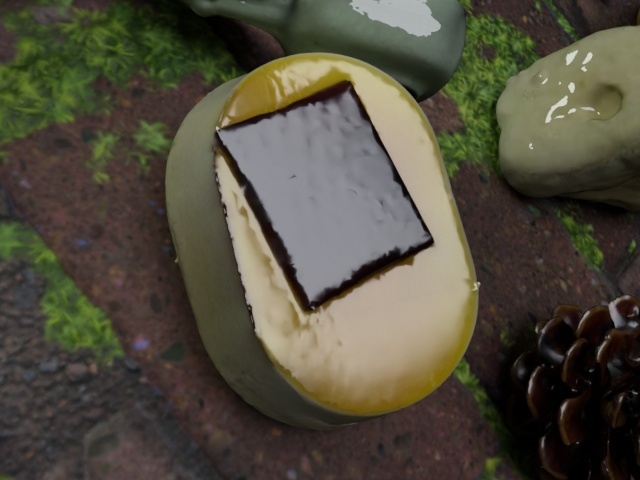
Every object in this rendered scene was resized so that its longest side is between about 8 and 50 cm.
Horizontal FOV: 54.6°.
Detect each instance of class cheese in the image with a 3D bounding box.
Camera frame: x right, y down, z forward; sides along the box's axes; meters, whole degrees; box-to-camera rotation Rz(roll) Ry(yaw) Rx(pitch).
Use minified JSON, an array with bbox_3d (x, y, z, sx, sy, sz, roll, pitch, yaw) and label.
[{"bbox_3d":[0.368,-0.134,0.686,0.252,0.248,0.173,15,66,-29],"label":"cheese"}]

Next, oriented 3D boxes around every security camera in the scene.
[{"bbox_3d":[-0.028,-0.193,0.536,0.302,0.157,0.080,16,87,-6],"label":"security camera"}]

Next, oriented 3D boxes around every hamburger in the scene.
[{"bbox_3d":[0.000,0.000,0.496,0.227,0.151,0.295,-10,86,-23],"label":"hamburger"}]

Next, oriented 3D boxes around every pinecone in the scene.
[{"bbox_3d":[0.283,0.148,0.560,0.208,0.208,0.207,10,67,-24],"label":"pinecone"}]

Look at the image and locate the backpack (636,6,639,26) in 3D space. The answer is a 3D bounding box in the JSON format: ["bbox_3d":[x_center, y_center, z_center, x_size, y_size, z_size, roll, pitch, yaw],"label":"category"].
[{"bbox_3d":[0.588,-0.232,0.836,0.354,0.201,0.378,-19,76,-45],"label":"backpack"}]
